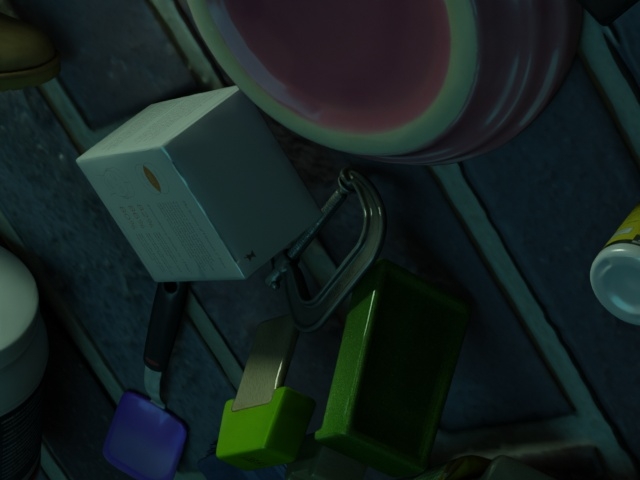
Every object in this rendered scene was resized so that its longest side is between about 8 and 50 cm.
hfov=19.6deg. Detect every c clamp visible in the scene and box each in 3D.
[{"bbox_3d":[0.000,0.000,1.500,0.022,0.137,0.161,17,135,-30],"label":"c clamp"}]

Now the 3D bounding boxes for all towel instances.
[{"bbox_3d":[-0.062,0.218,1.774,0.119,0.029,0.067,-21,109,46],"label":"towel"}]

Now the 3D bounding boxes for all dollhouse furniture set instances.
[{"bbox_3d":[0.094,0.160,1.571,0.301,0.151,0.197,28,153,-27],"label":"dollhouse furniture set"}]

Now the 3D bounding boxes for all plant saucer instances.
[{"bbox_3d":[0.022,-0.186,1.326,0.332,0.084,0.332,22,135,23],"label":"plant saucer"}]

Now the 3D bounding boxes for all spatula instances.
[{"bbox_3d":[-0.157,0.131,1.776,0.084,0.030,0.296,30,137,15],"label":"spatula"}]

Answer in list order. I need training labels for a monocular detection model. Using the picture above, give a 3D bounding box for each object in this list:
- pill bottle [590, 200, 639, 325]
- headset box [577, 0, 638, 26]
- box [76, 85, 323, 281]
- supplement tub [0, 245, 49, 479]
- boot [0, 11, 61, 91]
[{"bbox_3d":[0.239,0.002,1.282,0.065,0.116,0.065,21,134,23],"label":"pill bottle"},{"bbox_3d":[0.194,-0.306,1.049,0.246,0.131,0.283,47,139,-5],"label":"headset box"},{"bbox_3d":[-0.101,-0.043,1.507,0.170,0.091,0.130,-3,122,59],"label":"box"},{"bbox_3d":[-0.369,0.146,1.837,0.191,0.191,0.272,29,137,16],"label":"supplement tub"},{"bbox_3d":[-0.328,-0.265,1.530,0.236,0.089,0.270,6,117,-2],"label":"boot"}]
